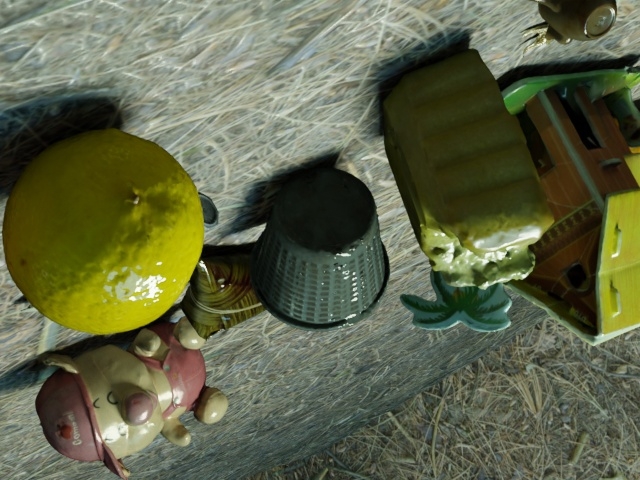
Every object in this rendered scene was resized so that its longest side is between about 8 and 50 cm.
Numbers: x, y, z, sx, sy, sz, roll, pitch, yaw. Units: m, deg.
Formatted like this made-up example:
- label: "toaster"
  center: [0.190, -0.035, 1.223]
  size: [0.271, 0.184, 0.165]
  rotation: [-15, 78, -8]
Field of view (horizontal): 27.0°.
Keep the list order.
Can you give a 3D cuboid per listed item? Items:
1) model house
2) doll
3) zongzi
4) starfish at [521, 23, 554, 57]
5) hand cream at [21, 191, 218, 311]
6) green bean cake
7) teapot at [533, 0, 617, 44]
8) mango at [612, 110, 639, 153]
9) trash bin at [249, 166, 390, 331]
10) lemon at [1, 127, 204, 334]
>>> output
- label: "model house"
  center: [0.298, -0.005, 1.723]
  size: [0.300, 0.324, 0.340]
  rotation: [-10, 159, -46]
- label: "doll"
  center: [-0.260, 0.216, 1.831]
  size: [0.256, 0.196, 0.152]
  rotation: [-24, 168, -33]
- label: "zongzi"
  center: [-0.086, 0.032, 1.710]
  size: [0.187, 0.084, 0.184]
  rotation: [-28, 157, -22]
- label: "starfish"
  center: [0.261, -0.235, 1.476]
  size: [0.092, 0.016, 0.086]
  rotation: [-12, 158, -36]
- label: "hand cream"
  center: [-0.221, 0.024, 1.485]
  size: [0.276, 0.059, 0.095]
  rotation: [-30, 167, 34]
- label: "green bean cake"
  center: [0.157, -0.065, 1.468]
  size: [0.124, 0.233, 0.236]
  rotation: [-20, 165, -2]
- label: "teapot"
  center: [0.238, -0.230, 1.331]
  size: [0.110, 0.080, 0.085]
  rotation: [0, 124, -33]
- label: "mango"
  center: [0.486, -0.127, 2.032]
  size: [0.295, 0.120, 0.177]
  rotation: [-12, 162, -45]
- label: "trash bin"
  center: [0.000, 0.000, 1.592]
  size: [0.175, 0.175, 0.161]
  rotation: [-23, 154, -13]
- label: "lemon"
  center: [-0.193, -0.005, 1.179]
  size: [0.178, 0.178, 0.203]
  rotation: [-19, 165, -27]
